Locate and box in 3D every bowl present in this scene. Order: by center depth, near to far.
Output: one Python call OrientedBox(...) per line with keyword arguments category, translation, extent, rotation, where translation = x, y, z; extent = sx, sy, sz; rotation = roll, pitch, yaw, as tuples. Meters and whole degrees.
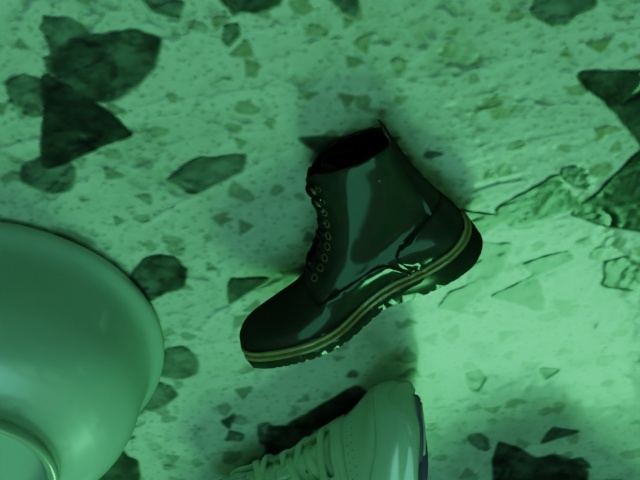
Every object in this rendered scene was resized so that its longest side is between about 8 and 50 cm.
OrientedBox(category="bowl", translation=(-0.269, 0.130, 1.403), extent=(0.298, 0.134, 0.298), rotation=(-1, 137, -1))

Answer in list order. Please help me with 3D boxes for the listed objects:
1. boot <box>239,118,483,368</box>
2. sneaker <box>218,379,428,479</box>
OrientedBox(category="boot", translation=(0.000, 0.000, 1.329), extent=(0.198, 0.077, 0.137), rotation=(-32, 126, 11))
OrientedBox(category="sneaker", translation=(-0.009, 0.222, 1.524), extent=(0.152, 0.114, 0.305), rotation=(13, 135, -17))
